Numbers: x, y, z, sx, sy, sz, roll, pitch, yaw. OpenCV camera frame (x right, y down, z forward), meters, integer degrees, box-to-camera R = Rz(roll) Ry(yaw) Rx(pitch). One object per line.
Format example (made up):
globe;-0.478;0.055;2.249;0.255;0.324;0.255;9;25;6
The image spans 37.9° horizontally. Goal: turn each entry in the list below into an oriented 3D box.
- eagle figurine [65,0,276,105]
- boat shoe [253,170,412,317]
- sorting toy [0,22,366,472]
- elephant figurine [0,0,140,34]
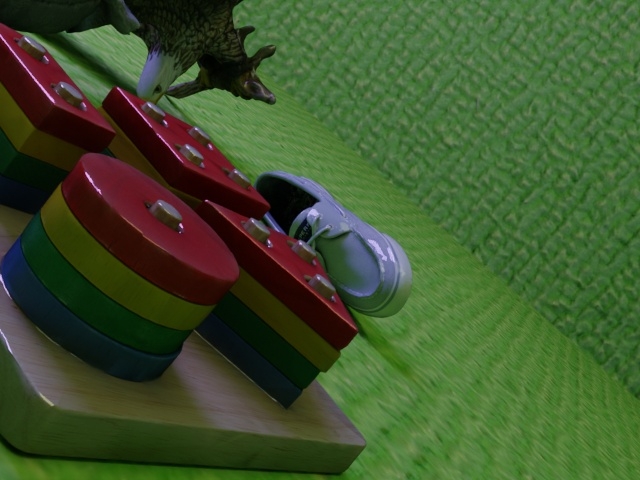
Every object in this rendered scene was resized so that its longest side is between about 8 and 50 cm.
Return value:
eagle figurine;-0.171;-0.238;0.979;0.298;0.226;0.225;37;30;-46
boat shoe;0.000;-0.001;0.913;0.081;0.079;0.227;19;17;-40
sorting toy;-0.095;-0.002;0.509;0.255;0.089;0.257;47;12;32
elephant figurine;-0.261;-0.202;0.681;0.239;0.186;0.169;-85;168;-65
